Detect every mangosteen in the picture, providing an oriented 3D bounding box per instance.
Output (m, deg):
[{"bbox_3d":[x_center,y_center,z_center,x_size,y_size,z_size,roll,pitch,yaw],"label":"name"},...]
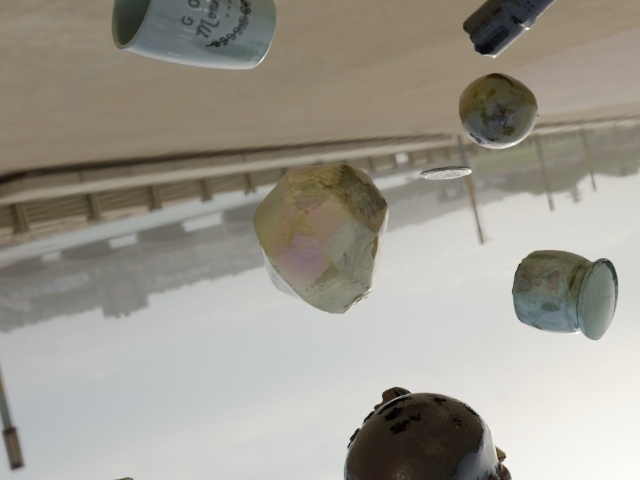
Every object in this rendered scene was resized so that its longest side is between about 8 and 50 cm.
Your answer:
[{"bbox_3d":[0.135,0.280,0.994,0.194,0.230,0.194,-45,161,-21],"label":"mangosteen"}]

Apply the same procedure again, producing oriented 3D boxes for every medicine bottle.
[{"bbox_3d":[0.427,0.092,1.540,0.143,0.147,0.147,9,-164,41],"label":"medicine bottle"}]

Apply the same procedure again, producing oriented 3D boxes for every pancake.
[{"bbox_3d":[0.267,-0.143,1.883,0.115,0.011,0.115,-6,173,-1],"label":"pancake"}]

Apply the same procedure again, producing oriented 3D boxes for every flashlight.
[{"bbox_3d":[0.454,-0.514,1.695,0.424,0.103,0.103,-39,167,31],"label":"flashlight"}]

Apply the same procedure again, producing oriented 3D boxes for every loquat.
[{"bbox_3d":[0.343,-0.252,1.740,0.152,0.152,0.195,-13,-172,-1],"label":"loquat"}]

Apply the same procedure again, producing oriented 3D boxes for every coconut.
[{"bbox_3d":[0.000,0.000,1.534,0.259,0.259,0.259,-13,-178,0],"label":"coconut"}]

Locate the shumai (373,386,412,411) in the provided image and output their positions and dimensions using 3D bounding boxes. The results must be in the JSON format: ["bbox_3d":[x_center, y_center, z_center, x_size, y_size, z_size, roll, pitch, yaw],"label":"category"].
[{"bbox_3d":[0.236,0.493,2.192,0.272,0.204,0.222,19,-152,-27],"label":"shumai"}]

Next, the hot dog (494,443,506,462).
[{"bbox_3d":[0.288,0.546,1.947,0.289,0.068,0.083,-37,174,-12],"label":"hot dog"}]

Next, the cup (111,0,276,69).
[{"bbox_3d":[-0.195,-0.414,1.466,0.234,0.258,0.186,9,-177,-33],"label":"cup"}]

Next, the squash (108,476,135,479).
[{"bbox_3d":[-0.391,0.432,1.379,0.224,0.094,0.094,-14,-179,16],"label":"squash"}]
